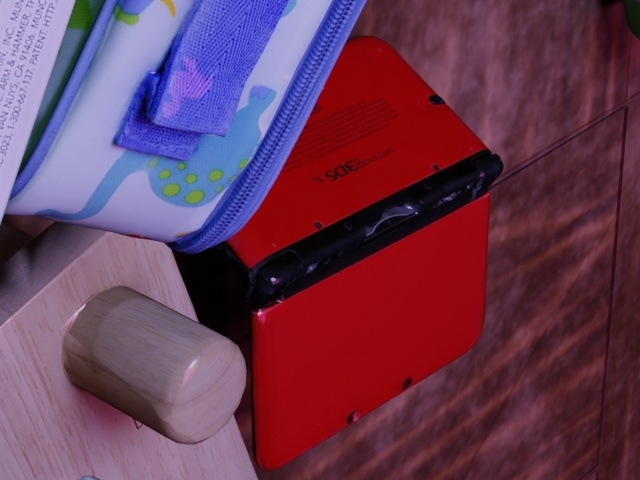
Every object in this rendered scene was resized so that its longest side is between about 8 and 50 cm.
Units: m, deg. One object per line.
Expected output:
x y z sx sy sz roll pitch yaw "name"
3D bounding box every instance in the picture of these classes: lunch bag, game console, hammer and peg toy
-0.041 -0.117 0.458 0.090 0.176 0.219 11 116 -36 "lunch bag"
0.000 0.000 0.692 0.144 0.124 0.085 -27 158 -42 "game console"
-0.122 0.106 0.553 0.266 0.127 0.361 -43 139 -28 "hammer and peg toy"

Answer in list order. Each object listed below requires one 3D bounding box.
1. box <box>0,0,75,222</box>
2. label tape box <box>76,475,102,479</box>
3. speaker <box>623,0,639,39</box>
-0.153 -0.134 0.338 0.231 0.126 0.262 14 99 -38 "box"
-0.067 0.229 0.413 0.241 0.106 0.334 -58 168 -24 "label tape box"
0.212 -0.236 0.790 0.131 0.131 0.297 -26 128 -42 "speaker"
